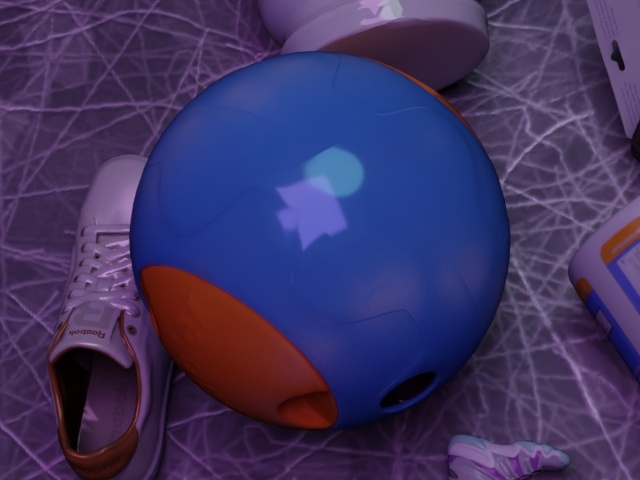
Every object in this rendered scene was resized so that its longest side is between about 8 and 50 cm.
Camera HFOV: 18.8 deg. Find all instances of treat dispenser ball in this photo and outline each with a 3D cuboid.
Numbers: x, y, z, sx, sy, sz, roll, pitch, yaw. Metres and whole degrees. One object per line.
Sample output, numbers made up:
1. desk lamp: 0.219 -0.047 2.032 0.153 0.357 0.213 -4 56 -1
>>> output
1. treat dispenser ball: 0.000 0.000 1.465 0.288 0.288 0.288 -2 72 8

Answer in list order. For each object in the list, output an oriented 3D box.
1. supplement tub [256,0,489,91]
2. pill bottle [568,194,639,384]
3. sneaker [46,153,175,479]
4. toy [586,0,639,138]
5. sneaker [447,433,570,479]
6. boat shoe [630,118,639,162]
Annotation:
1. supplement tub: 0.030 -0.266 1.595 0.191 0.191 0.272 -13 71 4
2. pill bottle: 0.321 0.090 1.463 0.152 0.152 0.272 -32 72 -2
3. sneaker: -0.161 0.055 1.560 0.105 0.123 0.290 -3 71 9
4. toy: 0.334 -0.188 1.587 0.237 0.056 0.137 -20 102 -6
5. sneaker: 0.146 0.192 1.519 0.098 0.038 0.069 3 75 19
6. boat shoe: 0.357 -0.083 1.553 0.223 0.073 0.080 3 68 -11
